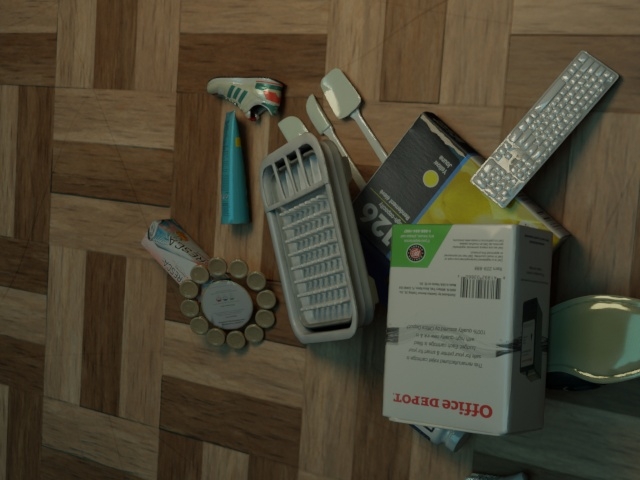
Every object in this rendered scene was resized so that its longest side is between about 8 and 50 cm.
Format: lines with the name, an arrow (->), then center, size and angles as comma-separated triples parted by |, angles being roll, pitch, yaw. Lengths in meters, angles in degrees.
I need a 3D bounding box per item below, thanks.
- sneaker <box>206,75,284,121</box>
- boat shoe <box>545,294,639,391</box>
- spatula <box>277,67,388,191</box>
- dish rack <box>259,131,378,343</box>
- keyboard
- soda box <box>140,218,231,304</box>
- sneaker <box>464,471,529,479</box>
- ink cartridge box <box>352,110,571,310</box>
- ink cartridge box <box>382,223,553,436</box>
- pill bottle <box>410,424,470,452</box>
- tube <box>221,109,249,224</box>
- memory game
sneaker -> -0.141, -0.254, 1.745 | 0.161, 0.057, 0.075 | 4, 90, 29
boat shoe -> 0.375, 0.158, 1.419 | 0.340, 0.113, 0.127 | -21, 72, 35
spatula -> 0.037, -0.155, 1.664 | 0.168, 0.019, 0.242 | -39, 73, 27
dish rack -> 0.000, 0.000, 1.611 | 0.285, 0.072, 0.333 | -19, 81, 65
keyboard -> 0.332, -0.165, 1.443 | 0.072, 0.014, 0.256 | 43, 98, 20
soda box -> -0.256, 0.039, 1.837 | 0.183, 0.058, 0.063 | 43, 114, 22
sneaker -> 0.260, 0.397, 1.541 | 0.152, 0.053, 0.061 | -35, 72, 29
ink cartridge box -> 0.185, 0.005, 1.551 | 0.303, 0.072, 0.307 | 44, 111, 19
ink cartridge box -> 0.211, 0.124, 1.402 | 0.211, 0.121, 0.289 | 1, 86, 39
pill bottle -> 0.183, 0.288, 1.573 | 0.120, 0.067, 0.067 | 36, 111, 25
tube -> -0.161, -0.133, 1.767 | 0.080, 0.052, 0.207 | -175, 81, -68
memory game -> -0.169, 0.115, 1.772 | 0.186, 0.012, 0.186 | 3, 110, 9
